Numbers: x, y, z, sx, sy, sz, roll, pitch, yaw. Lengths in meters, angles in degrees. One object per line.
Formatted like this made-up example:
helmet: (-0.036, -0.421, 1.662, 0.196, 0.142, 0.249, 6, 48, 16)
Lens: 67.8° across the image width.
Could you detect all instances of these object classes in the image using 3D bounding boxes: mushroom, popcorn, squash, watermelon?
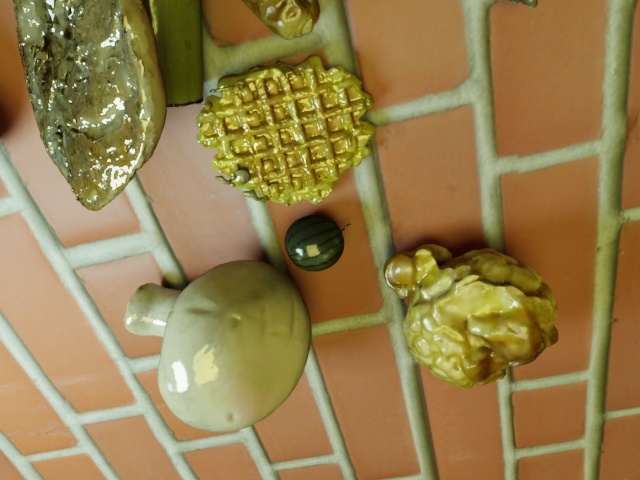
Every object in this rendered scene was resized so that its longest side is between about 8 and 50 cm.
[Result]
mushroom: (-0.179, 0.178, 0.870, 0.355, 0.315, 0.315, 25, 117, -16)
popcorn: (0.263, 0.131, 0.891, 0.332, 0.225, 0.265, 25, 107, 11)
squash: (-0.235, -0.322, 0.676, 0.132, 0.133, 0.247, 5, 118, -2)
watermelon: (0.000, 0.000, 0.876, 0.133, 0.105, 0.105, -24, 120, -12)

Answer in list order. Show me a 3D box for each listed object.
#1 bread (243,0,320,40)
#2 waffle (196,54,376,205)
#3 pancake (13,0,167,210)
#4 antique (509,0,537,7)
bread: (-0.137, -0.428, 0.641, 0.367, 0.084, 0.077, 44, 151, -23)
waffle: (-0.052, -0.181, 0.785, 0.280, 0.060, 0.262, 28, 109, -23)
pancake: (-0.324, -0.235, 0.644, 0.386, 0.082, 0.388, 16, 113, 42)
antique: (0.209, -0.420, 0.621, 0.284, 0.150, 0.125, 19, 123, -19)
